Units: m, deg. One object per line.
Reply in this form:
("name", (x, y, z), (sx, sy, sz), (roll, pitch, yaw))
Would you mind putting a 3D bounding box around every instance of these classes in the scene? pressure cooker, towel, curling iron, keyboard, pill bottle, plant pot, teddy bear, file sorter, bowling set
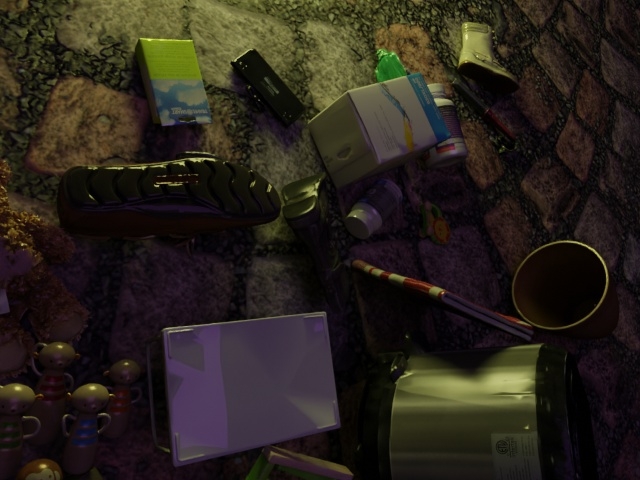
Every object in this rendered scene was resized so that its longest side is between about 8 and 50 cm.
("pressure cooker", (0.261, 0.374, 0.991), (0.375, 0.421, 0.369), (61, 33, -29))
("towel", (0.231, 0.110, 1.090), (0.237, 0.329, 0.037), (24, 87, -24))
("curling iron", (0.466, -0.349, 1.530), (0.274, 0.035, 0.068), (47, 58, -12))
("keyboard", (-0.120, -0.323, 1.175), (0.180, 0.023, 0.108), (47, 51, -11))
("pill bottle", (0.294, -0.286, 1.364), (0.108, 0.108, 0.193), (-8, 81, -33))
("plant pot", (0.668, 0.163, 1.415), (0.254, 0.237, 0.237), (33, 61, -36))
("teddy bear", (-0.490, 0.039, 0.809), (0.245, 0.113, 0.338), (-48, 110, -25))
("pill bottle", (0.117, -0.070, 1.212), (0.078, 0.078, 0.137), (49, 57, -11))
("file sorter", (-0.139, 0.237, 0.912), (0.278, 0.173, 0.192), (-1, 78, -31))
("bowling set", (-0.358, 0.235, 0.736), (0.287, 0.200, 0.154), (9, 98, -38))

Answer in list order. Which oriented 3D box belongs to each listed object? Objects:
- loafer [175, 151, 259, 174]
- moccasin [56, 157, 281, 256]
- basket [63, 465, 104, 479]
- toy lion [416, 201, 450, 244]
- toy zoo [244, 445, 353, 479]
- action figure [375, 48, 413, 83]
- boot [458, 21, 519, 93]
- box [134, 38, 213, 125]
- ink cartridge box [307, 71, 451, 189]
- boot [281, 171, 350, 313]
("loafer", (-0.198, -0.124, 1.047), (0.170, 0.062, 0.061), (16, 73, -26))
("moccasin", (-0.252, -0.055, 0.959), (0.380, 0.147, 0.139), (-10, 67, -29))
("basket", (-0.331, 0.449, 0.751), (0.204, 0.154, 0.226), (-22, 84, -17))
("toy lion", (0.282, -0.039, 1.336), (0.096, 0.034, 0.100), (9, 71, -37))
("toy zoo", (-0.087, 0.486, 0.885), (0.192, 0.030, 0.293), (32, 87, -36))
("action figure", (0.195, -0.375, 1.333), (0.064, 0.137, 0.232), (-13, 74, -38))
("boot", (0.491, -0.527, 1.574), (0.213, 0.077, 0.165), (17, 66, -23))
("box", (-0.283, -0.300, 1.054), (0.109, 0.042, 0.178), (-11, 83, -32))
("ink cartridge box", (0.129, -0.244, 1.213), (0.233, 0.171, 0.168), (-24, 90, -34))
("boot", (0.000, 0.000, 1.106), (0.263, 0.091, 0.229), (-80, 150, -60))
